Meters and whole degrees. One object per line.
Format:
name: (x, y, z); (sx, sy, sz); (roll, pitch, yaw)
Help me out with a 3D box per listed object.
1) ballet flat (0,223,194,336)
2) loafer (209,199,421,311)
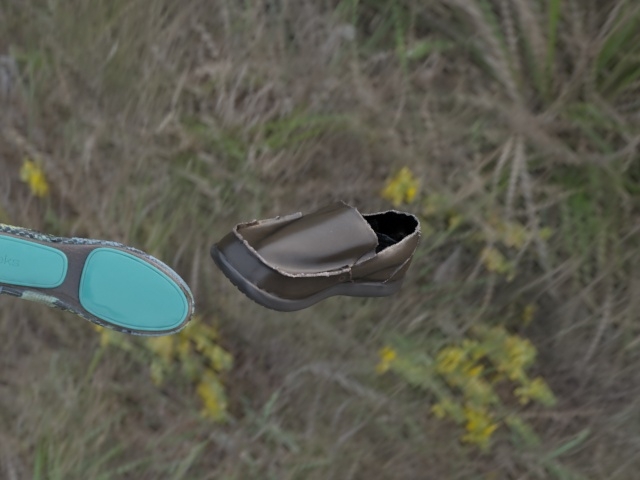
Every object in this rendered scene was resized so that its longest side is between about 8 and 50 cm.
ballet flat: (-0.188, 0.028, 1.477); (0.188, 0.070, 0.070); (19, 70, 0)
loafer: (0.000, 0.000, 1.514); (0.080, 0.078, 0.220); (46, 29, 26)
